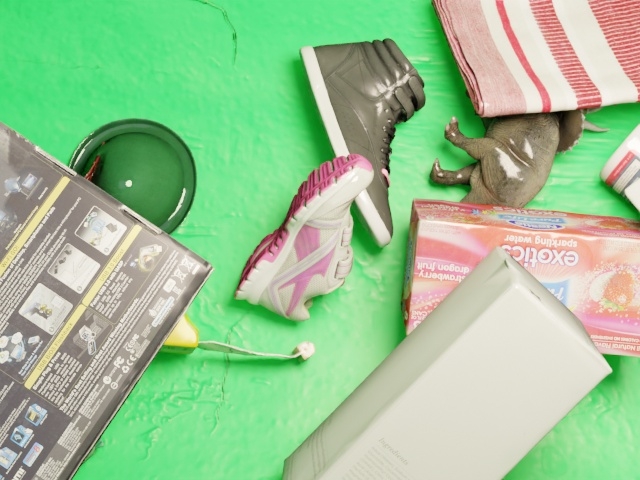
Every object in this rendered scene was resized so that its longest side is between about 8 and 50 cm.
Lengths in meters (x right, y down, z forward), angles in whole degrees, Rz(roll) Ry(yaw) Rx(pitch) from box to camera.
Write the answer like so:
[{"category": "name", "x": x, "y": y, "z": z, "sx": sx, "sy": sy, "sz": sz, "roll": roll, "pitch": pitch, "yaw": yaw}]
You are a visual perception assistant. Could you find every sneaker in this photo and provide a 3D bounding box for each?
[{"category": "sneaker", "x": 0.000, "y": 0.000, "z": 1.878, "sx": 0.111, "sy": 0.252, "sz": 0.103, "roll": 33, "pitch": 29, "yaw": -10}, {"category": "sneaker", "x": 0.081, "y": -0.142, "z": 1.954, "sx": 0.146, "sy": 0.104, "sz": 0.296, "roll": -17, "pitch": 70, "yaw": -3}]

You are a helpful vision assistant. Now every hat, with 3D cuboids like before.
[{"category": "hat", "x": -0.250, "y": -0.088, "z": 1.880, "sx": 0.173, "sy": 0.183, "sz": 0.209, "roll": 11, "pitch": 73, "yaw": 3}]

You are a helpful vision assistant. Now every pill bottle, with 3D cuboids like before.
[{"category": "pill bottle", "x": 0.463, "y": -0.067, "z": 1.949, "sx": 0.180, "sy": 0.108, "sz": 0.108, "roll": 41, "pitch": 75, "yaw": 10}]

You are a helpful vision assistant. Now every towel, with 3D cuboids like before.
[{"category": "towel", "x": 0.330, "y": -0.263, "z": 1.975, "sx": 0.329, "sy": 0.037, "sz": 0.237, "roll": -7, "pitch": 50, "yaw": -13}]

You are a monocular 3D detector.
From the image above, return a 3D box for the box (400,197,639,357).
[{"category": "box", "x": 0.255, "y": 0.046, "z": 1.861, "sx": 0.299, "sy": 0.142, "sz": 0.154, "roll": 6, "pitch": 103, "yaw": -1}]

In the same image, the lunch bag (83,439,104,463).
[{"category": "lunch bag", "x": -0.423, "y": 0.212, "z": 1.796, "sx": 0.223, "sy": 0.160, "sz": 0.262, "roll": -42, "pitch": 85, "yaw": -13}]

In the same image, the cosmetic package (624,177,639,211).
[{"category": "cosmetic package", "x": 0.557, "y": 0.021, "z": 1.795, "sx": 0.197, "sy": 0.155, "sz": 0.365, "roll": -41, "pitch": 82, "yaw": 17}]

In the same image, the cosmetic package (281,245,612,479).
[{"category": "cosmetic package", "x": 0.133, "y": 0.204, "z": 1.715, "sx": 0.156, "sy": 0.217, "sz": 0.385, "roll": 44, "pitch": 101, "yaw": -8}]

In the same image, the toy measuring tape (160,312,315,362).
[{"category": "toy measuring tape", "x": -0.167, "y": 0.083, "z": 1.878, "sx": 0.330, "sy": 0.121, "sz": 0.121, "roll": 6, "pitch": 72, "yaw": -10}]

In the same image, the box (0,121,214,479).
[{"category": "box", "x": -0.358, "y": 0.106, "z": 1.692, "sx": 0.318, "sy": 0.097, "sz": 0.395, "roll": 34, "pitch": 76, "yaw": -4}]

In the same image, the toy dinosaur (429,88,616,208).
[{"category": "toy dinosaur", "x": 0.242, "y": -0.111, "z": 1.947, "sx": 0.160, "sy": 0.121, "sz": 0.313, "roll": 29, "pitch": 69, "yaw": 20}]
